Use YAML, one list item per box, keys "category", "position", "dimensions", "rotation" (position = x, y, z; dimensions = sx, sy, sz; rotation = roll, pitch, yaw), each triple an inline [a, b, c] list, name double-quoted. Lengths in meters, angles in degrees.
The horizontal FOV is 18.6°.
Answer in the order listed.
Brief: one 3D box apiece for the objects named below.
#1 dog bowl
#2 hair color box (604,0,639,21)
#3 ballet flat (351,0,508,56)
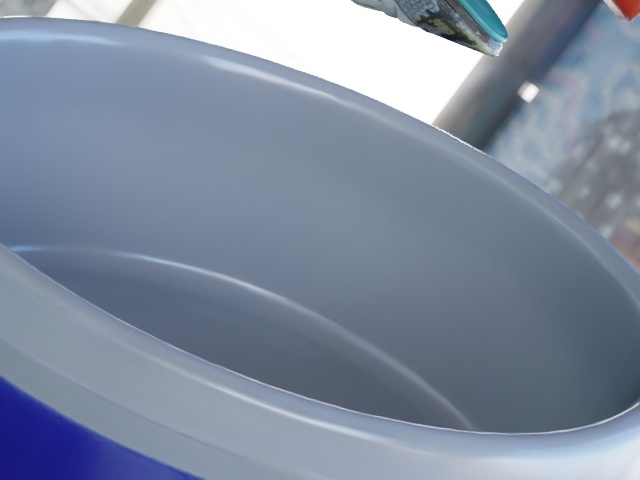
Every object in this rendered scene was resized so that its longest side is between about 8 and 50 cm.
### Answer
- category: "dog bowl"
  position: [-0.025, 0.032, 0.620]
  dimensions: [0.265, 0.104, 0.265]
  rotation: [18, 22, -8]
- category: "hair color box"
  position: [0.182, -0.157, 0.878]
  dimensions: [0.043, 0.141, 0.072]
  rotation: [52, 9, -3]
- category: "ballet flat"
  position: [0.020, -0.102, 0.664]
  dimensions: [0.114, 0.041, 0.041]
  rotation: [57, 7, 9]
